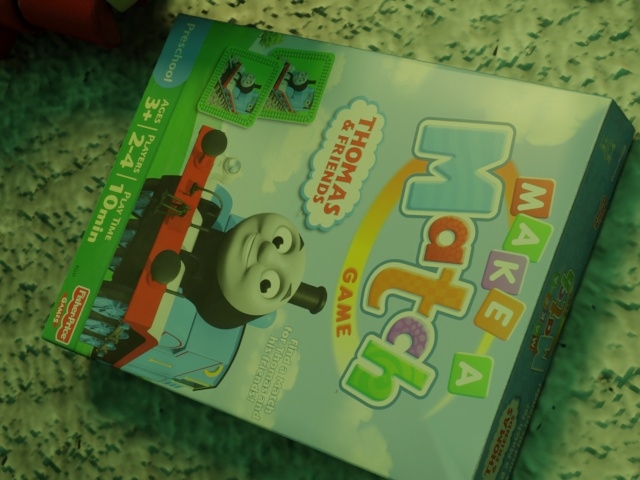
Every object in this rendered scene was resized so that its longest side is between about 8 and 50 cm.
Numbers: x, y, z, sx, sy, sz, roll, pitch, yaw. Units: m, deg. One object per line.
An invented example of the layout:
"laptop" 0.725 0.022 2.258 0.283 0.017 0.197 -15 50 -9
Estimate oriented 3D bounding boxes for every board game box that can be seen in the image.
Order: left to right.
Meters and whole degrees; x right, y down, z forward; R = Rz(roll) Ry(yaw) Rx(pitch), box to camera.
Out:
"board game box" 0.000 0.000 0.520 0.211 0.039 0.160 16 80 31

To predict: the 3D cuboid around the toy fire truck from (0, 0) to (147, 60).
"toy fire truck" -0.104 -0.188 0.593 0.246 0.158 0.217 20 82 21
